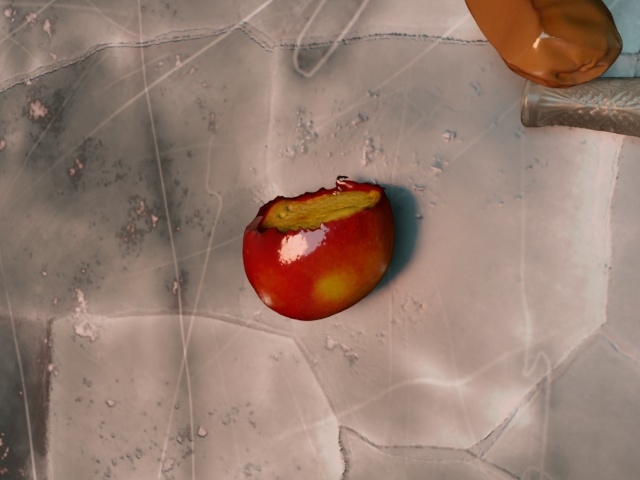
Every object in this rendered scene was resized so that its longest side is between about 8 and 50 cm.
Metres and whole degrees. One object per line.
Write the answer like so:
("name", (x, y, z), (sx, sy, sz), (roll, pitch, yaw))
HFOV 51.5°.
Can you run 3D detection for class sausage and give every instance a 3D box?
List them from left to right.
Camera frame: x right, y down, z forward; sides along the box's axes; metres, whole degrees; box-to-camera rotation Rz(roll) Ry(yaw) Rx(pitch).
("sausage", (0.270, -0.284, 0.832), (0.120, 0.136, 0.241), (114, 144, -43))

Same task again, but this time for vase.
("vase", (0.373, -0.173, 0.846), (0.219, 0.096, 0.096), (10, 97, 23))

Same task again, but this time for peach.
("peach", (0.000, 0.000, 0.947), (0.196, 0.190, 0.226), (47, 114, 25))
